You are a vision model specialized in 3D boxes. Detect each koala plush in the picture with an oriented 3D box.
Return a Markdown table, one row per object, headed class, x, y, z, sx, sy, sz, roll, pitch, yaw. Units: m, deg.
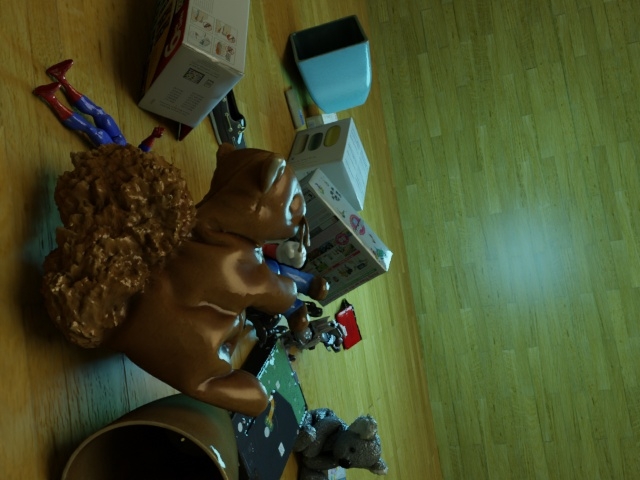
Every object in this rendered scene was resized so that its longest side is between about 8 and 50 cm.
| class | x | y | z | sx | sy | sz | roll | pitch | yaw |
| --- | --- | --- | --- | --- | --- | --- | --- | --- | --- |
| koala plush | 0.063 | 0.533 | 1.481 | 0.203 | 0.221 | 0.196 | -35 | 113 | -59 |

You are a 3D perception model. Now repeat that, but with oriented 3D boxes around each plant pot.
| class | x | y | z | sx | sy | sz | roll | pitch | yaw |
| --- | --- | --- | --- | --- | --- | --- | --- | --- | --- |
| plant pot | -0.225 | 0.335 | 0.869 | 0.254 | 0.237 | 0.237 | -70 | 148 | -82 |
| plant pot | 0.053 | -0.597 | 1.989 | 0.247 | 0.248 | 0.252 | -101 | 174 | -49 |

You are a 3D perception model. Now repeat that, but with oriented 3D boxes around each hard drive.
| class | x | y | z | sx | sy | sz | roll | pitch | yaw |
| --- | --- | --- | --- | --- | --- | --- | --- | --- | --- |
| hard drive | -0.130 | 0.401 | 1.286 | 0.339 | 0.064 | 0.236 | -58 | 134 | -61 |

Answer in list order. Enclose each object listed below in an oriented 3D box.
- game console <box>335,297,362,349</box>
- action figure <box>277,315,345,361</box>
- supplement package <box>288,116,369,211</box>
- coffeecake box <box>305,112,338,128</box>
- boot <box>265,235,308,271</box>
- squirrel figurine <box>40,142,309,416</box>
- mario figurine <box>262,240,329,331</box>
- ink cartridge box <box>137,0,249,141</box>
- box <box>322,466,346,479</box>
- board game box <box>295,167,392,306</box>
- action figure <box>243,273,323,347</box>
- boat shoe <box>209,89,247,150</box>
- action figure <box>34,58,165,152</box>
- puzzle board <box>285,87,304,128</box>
| class | x | y | z | sx | sy | sz | roll | pitch | yaw |
| --- | --- | --- | --- | --- | --- | --- | --- | --- | --- |
| game console | 0.089 | 0.297 | 2.026 | 0.124 | 0.085 | 0.144 | -28 | 109 | -37 |
| action figure | -0.020 | 0.262 | 1.512 | 0.285 | 0.185 | 0.099 | 40 | 39 | -76 |
| supplement package | 0.027 | -0.231 | 1.836 | 0.262 | 0.199 | 0.198 | -77 | 150 | -48 |
| coffeecake box | 0.019 | -0.395 | 2.095 | 0.185 | 0.068 | 0.142 | -41 | 117 | -68 |
| boot | -0.144 | 0.023 | 1.327 | 0.246 | 0.094 | 0.207 | 50 | 26 | -14 |
| squirrel figurine | -0.197 | 0.003 | 0.860 | 0.397 | 0.281 | 0.370 | 29 | 89 | -33 |
| mario figurine | -0.141 | 0.087 | 1.141 | 0.321 | 0.170 | 0.198 | 26 | 65 | -25 |
| ink cartridge box | -0.265 | -0.401 | 1.143 | 0.130 | 0.272 | 0.309 | 19 | 57 | -33 |
| box | 0.032 | 0.657 | 1.649 | 0.145 | 0.038 | 0.186 | 37 | 45 | -62 |
| board game box | 0.000 | 0.000 | 1.458 | 0.303 | 0.224 | 0.097 | 49 | 32 | -15 |
| action figure | -0.114 | 0.157 | 1.353 | 0.276 | 0.141 | 0.164 | -6 | 93 | -51 |
| boat shoe | -0.219 | -0.291 | 1.375 | 0.081 | 0.069 | 0.227 | -69 | 143 | -56 |
| action figure | -0.319 | -0.171 | 0.949 | 0.280 | 0.139 | 0.091 | 62 | 27 | -47 |
| puzzle board | -0.087 | -0.445 | 1.913 | 0.096 | 0.011 | 0.128 | -55 | 132 | -65 |
